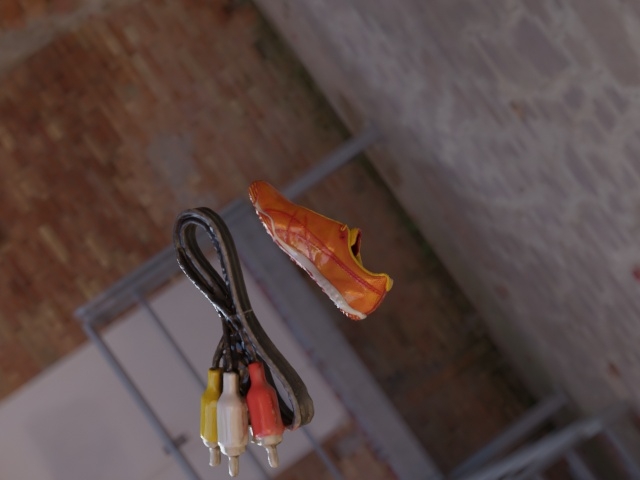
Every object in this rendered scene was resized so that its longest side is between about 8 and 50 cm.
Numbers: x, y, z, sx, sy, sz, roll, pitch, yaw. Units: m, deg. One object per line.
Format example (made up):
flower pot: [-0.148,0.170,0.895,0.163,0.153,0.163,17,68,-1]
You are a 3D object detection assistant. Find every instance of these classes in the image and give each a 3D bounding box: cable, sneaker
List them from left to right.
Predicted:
cable: [-0.091,0.105,1.774,0.139,0.072,0.287,-7,100,41]
sneaker: [0.000,0.000,1.588,0.175,0.067,0.064,44,180,17]
